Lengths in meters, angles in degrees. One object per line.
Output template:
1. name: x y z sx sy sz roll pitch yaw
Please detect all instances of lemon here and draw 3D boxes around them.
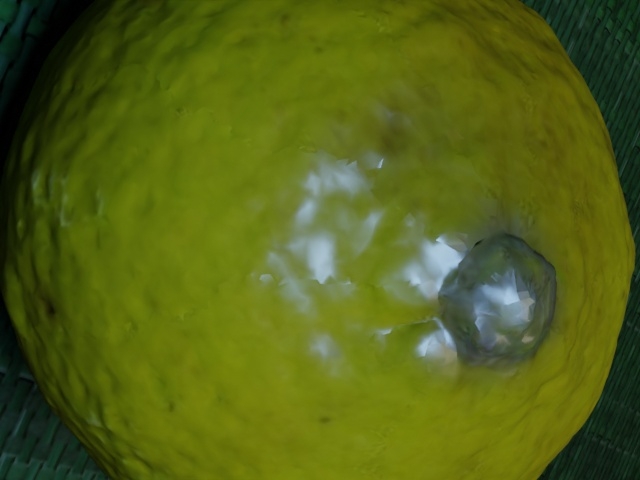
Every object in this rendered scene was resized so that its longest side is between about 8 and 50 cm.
1. lemon: 0.000 0.000 0.982 0.349 0.387 0.350 -2 94 -24
